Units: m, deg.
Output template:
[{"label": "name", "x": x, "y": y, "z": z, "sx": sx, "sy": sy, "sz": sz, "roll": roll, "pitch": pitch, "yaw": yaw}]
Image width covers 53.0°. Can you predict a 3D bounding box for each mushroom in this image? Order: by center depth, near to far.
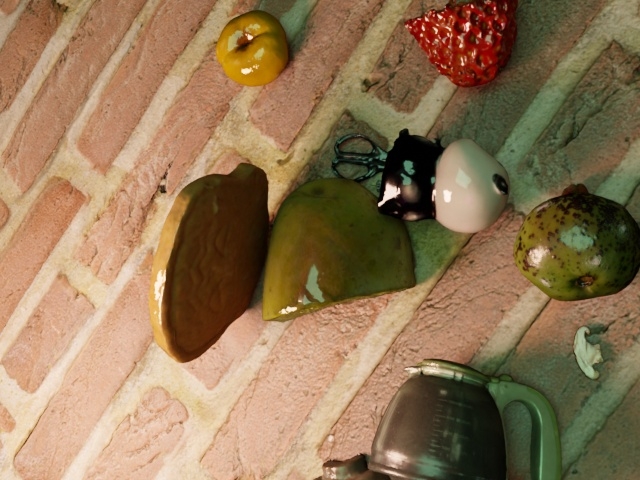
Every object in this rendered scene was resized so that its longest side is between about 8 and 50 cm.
[{"label": "mushroom", "x": 0.492, "y": 0.207, "z": 1.182, "sx": 0.049, "sy": 0.019, "sz": 0.101, "roll": -10, "pitch": 82, "yaw": 21}, {"label": "mushroom", "x": 0.054, "y": 0.515, "z": 1.273, "sx": 0.188, "sy": 0.117, "sz": 0.141, "roll": -17, "pitch": 88, "yaw": 14}]

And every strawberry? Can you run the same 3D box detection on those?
[{"label": "strawberry", "x": 0.297, "y": -0.401, "z": 1.283, "sx": 0.233, "sy": 0.234, "sz": 0.178, "roll": -10, "pitch": 107, "yaw": 20}]

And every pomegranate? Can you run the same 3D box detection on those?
[{"label": "pomegranate", "x": 0.461, "y": -0.011, "z": 1.151, "sx": 0.214, "sy": 0.214, "sz": 0.248, "roll": -1, "pitch": 46, "yaw": 22}]

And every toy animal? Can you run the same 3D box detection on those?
[{"label": "toy animal", "x": 0.243, "y": -0.106, "z": 1.229, "sx": 0.234, "sy": 0.187, "sz": 0.165, "roll": 9, "pitch": 65, "yaw": 19}]

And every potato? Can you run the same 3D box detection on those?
[{"label": "potato", "x": 0.000, "y": 0.000, "z": 1.303, "sx": 0.330, "sy": 0.212, "sz": 0.280, "roll": -15, "pitch": 78, "yaw": 18}]

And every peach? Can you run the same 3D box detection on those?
[{"label": "peach", "x": -0.157, "y": -0.442, "z": 1.483, "sx": 0.179, "sy": 0.103, "sz": 0.179, "roll": -3, "pitch": 79, "yaw": 18}]

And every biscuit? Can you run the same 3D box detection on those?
[{"label": "biscuit", "x": -0.207, "y": 0.048, "z": 1.290, "sx": 0.062, "sy": 0.365, "sz": 0.386, "roll": 19, "pitch": 117, "yaw": 21}]

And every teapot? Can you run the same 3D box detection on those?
[{"label": "teapot", "x": 0.260, "y": 0.340, "z": 1.146, "sx": 0.321, "sy": 0.239, "sz": 0.240, "roll": 6, "pitch": 72, "yaw": 27}]

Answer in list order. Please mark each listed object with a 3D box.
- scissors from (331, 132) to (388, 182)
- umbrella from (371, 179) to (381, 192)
[{"label": "scissors", "x": 0.165, "y": -0.164, "z": 1.361, "sx": 0.299, "sy": 0.022, "sz": 0.109, "roll": 10, "pitch": 90, "yaw": 22}, {"label": "umbrella", "x": 0.148, "y": -0.114, "z": 1.360, "sx": 0.083, "sy": 0.020, "sz": 0.032, "roll": 0, "pitch": 118, "yaw": 11}]
